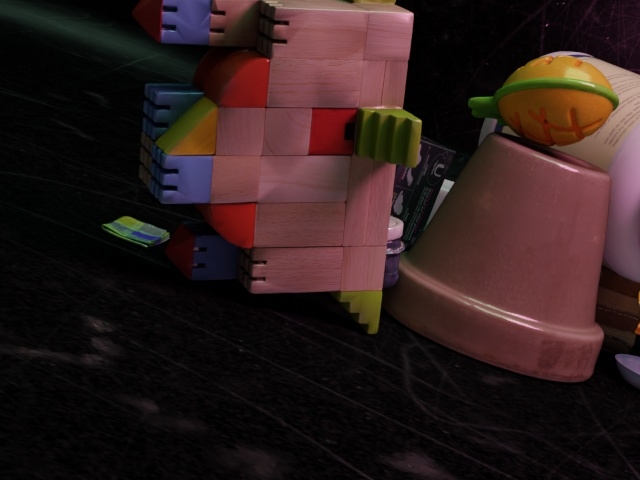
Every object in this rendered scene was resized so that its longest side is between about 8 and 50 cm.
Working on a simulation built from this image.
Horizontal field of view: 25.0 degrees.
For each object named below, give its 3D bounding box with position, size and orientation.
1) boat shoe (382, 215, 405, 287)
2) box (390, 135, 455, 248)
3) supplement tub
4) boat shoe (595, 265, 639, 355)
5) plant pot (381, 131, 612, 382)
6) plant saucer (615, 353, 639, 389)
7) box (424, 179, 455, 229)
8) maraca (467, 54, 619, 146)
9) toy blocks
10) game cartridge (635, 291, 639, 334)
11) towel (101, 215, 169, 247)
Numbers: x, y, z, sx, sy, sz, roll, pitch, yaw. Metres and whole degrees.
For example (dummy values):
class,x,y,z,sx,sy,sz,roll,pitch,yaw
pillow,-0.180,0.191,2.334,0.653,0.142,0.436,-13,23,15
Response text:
class,x,y,z,sx,sy,sz,roll,pitch,yaw
boat shoe,0.000,0.000,1.660,0.254,0.079,0.095,12,17,44
box,0.040,-0.107,2.070,0.247,0.163,0.142,27,9,34
supplement tub,0.379,-0.085,1.783,0.235,0.235,0.325,11,14,-39
boat shoe,0.348,0.050,1.931,0.123,0.119,0.324,16,11,-19
plant pot,0.222,0.007,1.634,0.263,0.229,0.263,19,12,-4
plant saucer,0.400,0.167,1.697,0.119,0.021,0.119,19,10,-4
box,0.186,-0.040,2.184,0.171,0.091,0.130,17,10,-10
maraca,0.251,-0.154,1.626,0.127,0.099,0.186,18,-16,-33
toy blocks,-0.060,-0.096,1.429,0.261,0.381,0.191,-1,18,-21
game cartridge,0.532,0.109,2.180,0.285,0.052,0.323,18,8,-9
towel,-0.200,-0.010,1.559,0.060,0.009,0.083,21,10,7
